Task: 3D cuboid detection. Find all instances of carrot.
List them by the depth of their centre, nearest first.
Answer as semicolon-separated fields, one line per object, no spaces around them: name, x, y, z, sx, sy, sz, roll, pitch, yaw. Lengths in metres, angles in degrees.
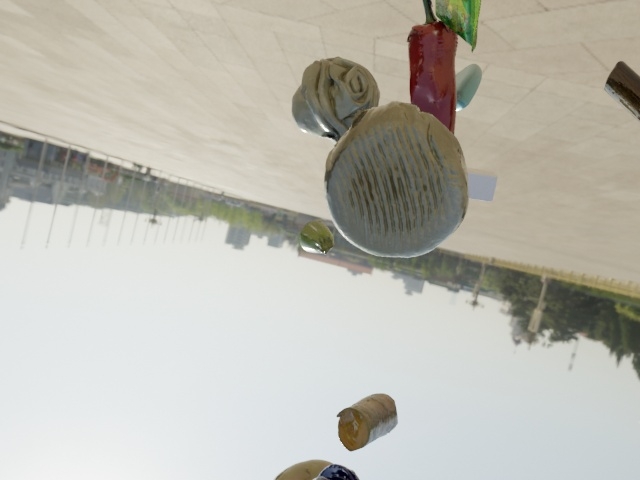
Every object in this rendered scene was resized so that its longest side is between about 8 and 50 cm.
carrot;0.125;0.466;1.359;0.114;0.114;0.302;15;177;24

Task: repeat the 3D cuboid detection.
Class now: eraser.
eraser;0.343;-0.177;1.497;0.298;0.076;0.078;10;-160;6

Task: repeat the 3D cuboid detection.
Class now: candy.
candy;0.260;-0.441;0.993;0.032;0.102;0.178;-18;-136;-1

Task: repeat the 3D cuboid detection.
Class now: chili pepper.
chili pepper;0.245;-0.349;1.134;0.110;0.387;0.110;-6;-162;2

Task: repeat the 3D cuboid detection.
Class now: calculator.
calculator;0.396;-0.453;1.666;0.054;0.256;0.386;49;-144;-11

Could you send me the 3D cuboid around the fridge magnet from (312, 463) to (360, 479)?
fridge magnet;0.028;0.675;1.245;0.112;0.265;0.265;17;180;-25

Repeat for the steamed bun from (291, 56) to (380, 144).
steamed bun;0.054;-0.345;1.266;0.218;0.211;0.144;21;168;-17

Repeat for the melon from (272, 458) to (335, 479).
melon;-0.051;0.931;1.922;0.317;0.223;0.223;-3;-168;-38

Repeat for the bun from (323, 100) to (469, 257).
bun;0.088;-0.074;0.604;0.166;0.173;0.113;13;-155;-1

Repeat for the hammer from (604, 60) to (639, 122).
hammer;0.697;-0.212;1.038;0.095;0.242;0.409;-5;-129;-24

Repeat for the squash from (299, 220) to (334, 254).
squash;0.008;0.003;1.570;0.105;0.105;0.132;13;-172;-28
